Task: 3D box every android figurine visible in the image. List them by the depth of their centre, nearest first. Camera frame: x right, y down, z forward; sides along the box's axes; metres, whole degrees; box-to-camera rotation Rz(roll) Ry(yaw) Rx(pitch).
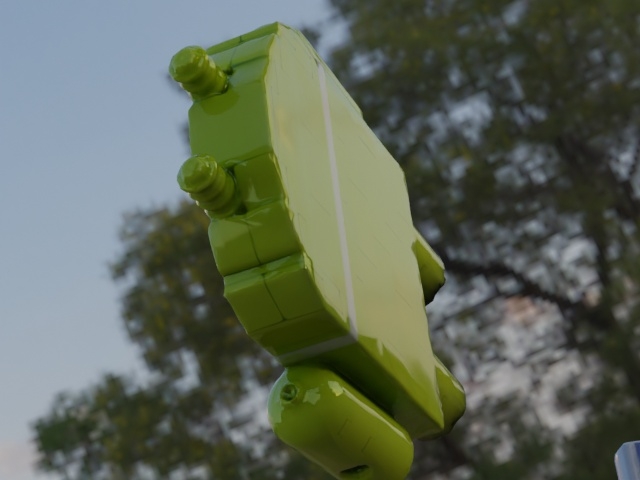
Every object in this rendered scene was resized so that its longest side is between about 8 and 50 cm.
[{"bbox_3d":[0.000,0.000,0.916,0.056,0.248,0.273,-19,-32,19],"label":"android figurine"}]

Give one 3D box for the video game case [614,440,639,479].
[{"bbox_3d":[0.408,0.304,1.412,0.300,0.329,0.036,-3,-29,-11],"label":"video game case"}]
